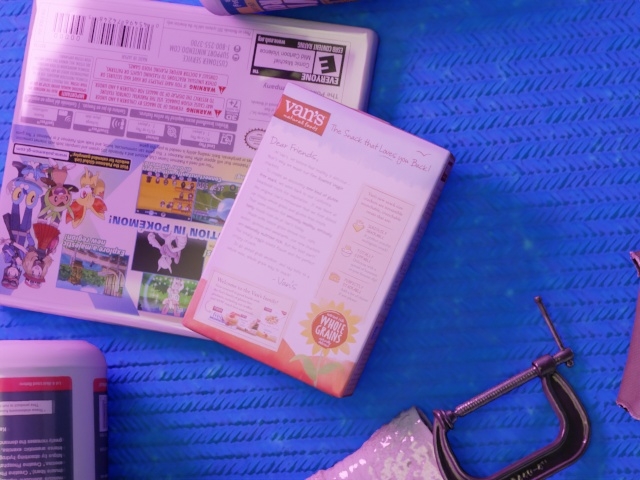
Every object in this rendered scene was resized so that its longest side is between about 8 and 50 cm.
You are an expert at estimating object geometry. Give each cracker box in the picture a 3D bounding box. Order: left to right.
[{"bbox_3d":[0.000,0.000,1.574,0.155,0.067,0.232,25,92,10],"label":"cracker box"}]

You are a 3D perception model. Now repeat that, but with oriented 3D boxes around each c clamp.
[{"bbox_3d":[0.160,0.147,1.564,0.160,0.022,0.137,-33,87,-11],"label":"c clamp"}]

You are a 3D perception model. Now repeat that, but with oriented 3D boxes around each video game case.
[{"bbox_3d":[-0.129,-0.065,1.660,0.329,0.036,0.300,9,88,13],"label":"video game case"}]

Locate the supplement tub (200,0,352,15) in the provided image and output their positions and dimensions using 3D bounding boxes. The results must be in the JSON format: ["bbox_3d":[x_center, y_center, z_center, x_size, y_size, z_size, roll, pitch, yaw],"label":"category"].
[{"bbox_3d":[-0.011,-0.277,1.592,0.199,0.144,0.144,-5,85,13],"label":"supplement tub"}]

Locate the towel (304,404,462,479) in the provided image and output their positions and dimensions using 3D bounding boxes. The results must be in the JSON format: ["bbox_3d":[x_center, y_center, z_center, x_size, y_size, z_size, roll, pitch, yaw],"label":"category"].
[{"bbox_3d":[0.084,0.309,1.576,0.187,0.049,0.282,-35,79,8],"label":"towel"}]

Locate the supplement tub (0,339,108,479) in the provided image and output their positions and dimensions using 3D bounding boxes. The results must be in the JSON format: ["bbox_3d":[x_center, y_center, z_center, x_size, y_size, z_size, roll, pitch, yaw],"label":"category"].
[{"bbox_3d":[-0.279,0.226,1.593,0.191,0.191,0.272,-3,85,13],"label":"supplement tub"}]

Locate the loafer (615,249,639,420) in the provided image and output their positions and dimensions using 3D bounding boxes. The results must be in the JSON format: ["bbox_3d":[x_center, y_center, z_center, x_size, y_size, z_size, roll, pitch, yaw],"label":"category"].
[{"bbox_3d":[0.288,0.119,1.518,0.087,0.094,0.251,-11,84,8],"label":"loafer"}]
